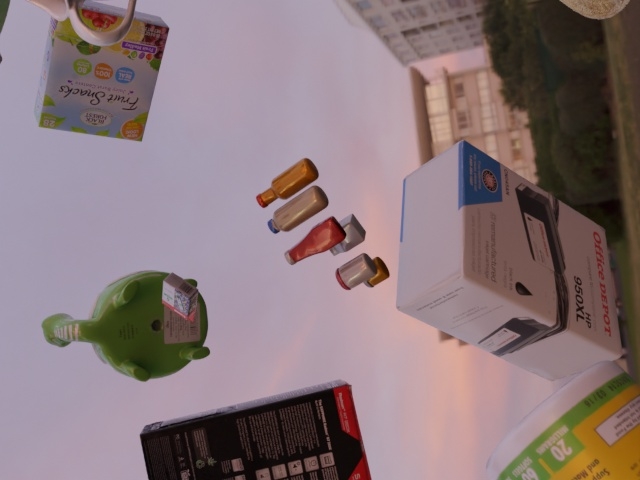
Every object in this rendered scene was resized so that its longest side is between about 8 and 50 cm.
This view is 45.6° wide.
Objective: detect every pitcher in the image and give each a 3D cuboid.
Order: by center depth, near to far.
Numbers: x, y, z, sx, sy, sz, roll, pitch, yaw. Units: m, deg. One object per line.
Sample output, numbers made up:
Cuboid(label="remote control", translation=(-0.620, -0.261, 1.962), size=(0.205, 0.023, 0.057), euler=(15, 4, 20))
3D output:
Cuboid(label="pitcher", translation=(-0.269, -0.343, 0.967), size=(0.178, 0.125, 0.207), euler=(45, -126, 0))

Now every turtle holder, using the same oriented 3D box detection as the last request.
Cuboid(label="turtle holder", translation=(-0.419, 0.200, 1.695), size=(0.320, 0.227, 0.243), euler=(-36, -71, -29))

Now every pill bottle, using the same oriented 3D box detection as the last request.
Cuboid(label="pill bottle", translation=(0.250, 0.220, 0.551), size=(0.245, 0.136, 0.136), euler=(50, -174, 27))

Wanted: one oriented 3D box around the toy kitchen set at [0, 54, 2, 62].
Cuboid(label="toy kitchen set", translation=(-0.555, -0.216, 0.995), size=(0.122, 0.166, 0.207), euler=(124, 169, -72))

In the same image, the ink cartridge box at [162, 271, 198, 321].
Cuboid(label="ink cartridge box", translation=(-0.268, 0.117, 1.447), size=(0.029, 0.063, 0.115), euler=(-49, -15, -38))

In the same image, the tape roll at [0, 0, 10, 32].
Cuboid(label="tape roll", translation=(-0.589, -0.337, 1.151), size=(0.321, 0.077, 0.321), euler=(-63, 2, 5))

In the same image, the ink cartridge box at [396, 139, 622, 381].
Cuboid(label="ink cartridge box", translation=(0.340, 0.046, 1.368), size=(0.395, 0.166, 0.285), euler=(26, -128, -27))

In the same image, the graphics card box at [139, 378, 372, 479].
Cuboid(label="graphics card box", translation=(-0.107, 0.396, 1.322), size=(0.094, 0.371, 0.232), euler=(161, 96, -81))

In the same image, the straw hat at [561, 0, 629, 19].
Cuboid(label="straw hat", translation=(0.156, -0.202, 0.426), size=(0.144, 0.061, 0.144), euler=(61, 177, 6))

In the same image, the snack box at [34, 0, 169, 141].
Cuboid(label="snack box", translation=(-0.359, -0.277, 1.245), size=(0.070, 0.174, 0.207), euler=(54, 131, 48))

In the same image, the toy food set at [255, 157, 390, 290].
Cuboid(label="toy food set", translation=(0.000, 0.000, 1.178), size=(0.232, 0.104, 0.111), euler=(53, -161, -15))
